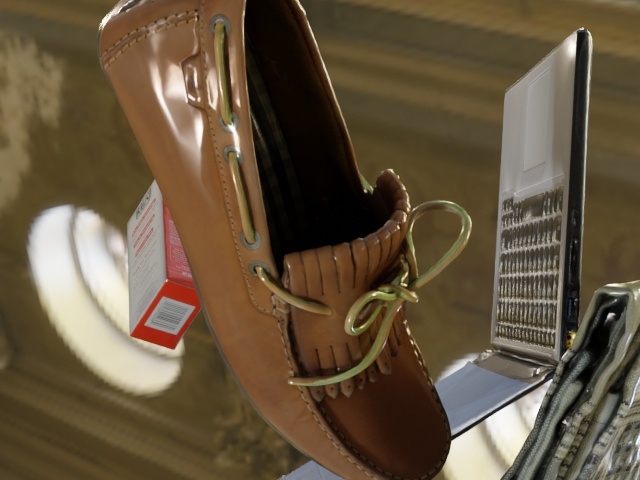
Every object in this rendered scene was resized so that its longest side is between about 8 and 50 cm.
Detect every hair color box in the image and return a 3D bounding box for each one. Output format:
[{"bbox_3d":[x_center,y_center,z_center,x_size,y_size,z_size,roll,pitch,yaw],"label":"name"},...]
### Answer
[{"bbox_3d":[-0.126,0.014,1.321,0.043,0.072,0.141,20,-144,-24],"label":"hair color box"}]

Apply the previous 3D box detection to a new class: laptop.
[{"bbox_3d":[0.074,0.044,1.364,0.236,0.408,0.382,3,178,-2],"label":"laptop"}]

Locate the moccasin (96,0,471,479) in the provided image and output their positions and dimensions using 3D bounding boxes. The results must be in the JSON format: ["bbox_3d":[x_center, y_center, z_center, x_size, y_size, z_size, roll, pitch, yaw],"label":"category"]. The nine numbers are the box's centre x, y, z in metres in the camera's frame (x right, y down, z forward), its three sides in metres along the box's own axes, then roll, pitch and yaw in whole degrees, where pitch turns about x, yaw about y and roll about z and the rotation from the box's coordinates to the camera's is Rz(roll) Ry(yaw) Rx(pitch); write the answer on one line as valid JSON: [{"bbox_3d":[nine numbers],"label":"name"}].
[{"bbox_3d":[0.002,-0.001,1.012,0.147,0.380,0.139,-5,-157,39],"label":"moccasin"}]

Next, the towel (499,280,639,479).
[{"bbox_3d":[0.180,0.172,1.068,0.056,0.312,0.324,31,-169,23],"label":"towel"}]
